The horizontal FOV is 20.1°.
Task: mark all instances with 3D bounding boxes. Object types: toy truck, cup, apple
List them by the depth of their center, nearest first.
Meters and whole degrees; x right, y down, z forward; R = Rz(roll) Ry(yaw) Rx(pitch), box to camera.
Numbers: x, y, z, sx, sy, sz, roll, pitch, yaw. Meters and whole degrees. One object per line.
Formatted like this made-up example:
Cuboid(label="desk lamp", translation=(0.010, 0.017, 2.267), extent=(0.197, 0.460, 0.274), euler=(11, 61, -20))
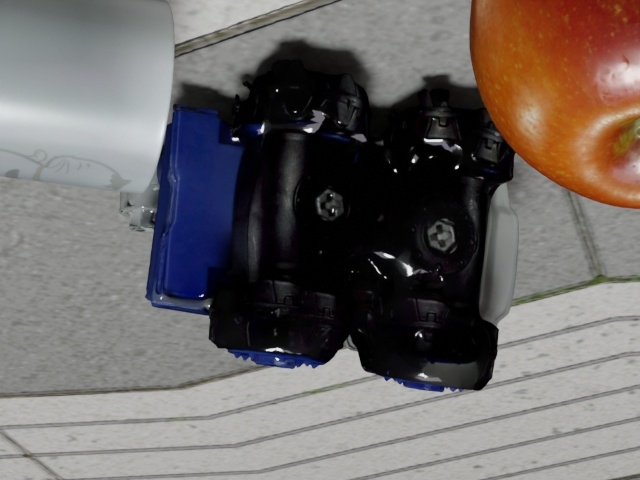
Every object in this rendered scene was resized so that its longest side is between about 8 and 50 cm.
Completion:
Cuboid(label="apple", translation=(0.151, -0.092, 0.837), extent=(0.163, 0.139, 0.163), euler=(-2, 155, -1))
Cuboid(label="cup", translation=(-0.149, -0.070, 0.904), extent=(0.133, 0.099, 0.136), euler=(6, 151, -17))
Cuboid(label="toy truck", translation=(0.000, 0.000, 1.023), extent=(0.213, 0.161, 0.177), euler=(11, 170, -25))
